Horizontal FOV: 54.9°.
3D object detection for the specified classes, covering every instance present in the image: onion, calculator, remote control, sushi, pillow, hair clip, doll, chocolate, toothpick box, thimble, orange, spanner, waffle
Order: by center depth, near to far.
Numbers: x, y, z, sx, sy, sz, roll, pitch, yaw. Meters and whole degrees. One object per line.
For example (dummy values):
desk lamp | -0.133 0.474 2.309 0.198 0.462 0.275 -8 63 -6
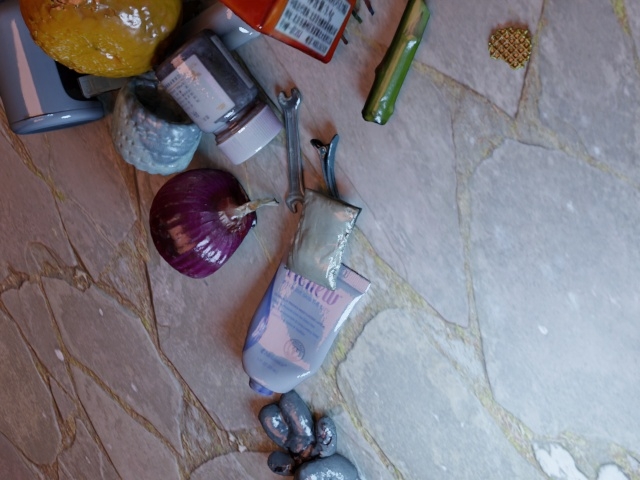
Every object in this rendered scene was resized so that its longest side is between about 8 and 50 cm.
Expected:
waffle | 0.368 -0.376 1.200 0.085 0.016 0.078 20 110 19
chocolate | -0.123 -0.527 1.202 0.341 0.360 0.161 42 108 12
orange | -0.466 -0.524 1.332 0.341 0.341 0.293 -9 70 29
hair clip | 0.035 -0.131 1.440 0.070 0.039 0.229 -6 109 28
remote control | -0.289 -0.456 1.452 0.313 0.055 0.109 -19 131 31
pillow | 0.000 0.000 1.457 0.148 0.050 0.229 28 115 23
spanner | -0.065 -0.209 1.470 0.071 0.017 0.301 5 109 30
sushi | -0.315 -0.521 1.472 0.060 0.061 0.118 11 141 -22
thimble | -0.397 -0.284 1.494 0.250 0.205 0.171 51 134 24
onion | -0.307 -0.043 1.526 0.256 0.230 0.272 41 127 10
calculator | -0.522 -0.406 1.563 0.018 0.172 0.057 13 122 68
toothpick box | -0.733 -0.464 1.585 0.263 0.263 0.354 -6 102 28
doll | -0.047 0.575 1.637 0.246 0.158 0.340 -34 87 19

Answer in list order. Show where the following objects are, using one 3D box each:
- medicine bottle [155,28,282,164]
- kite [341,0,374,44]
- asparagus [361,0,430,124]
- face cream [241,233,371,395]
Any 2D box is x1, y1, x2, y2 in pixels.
medicine bottle | -0.225 -0.319 1.389 0.165 0.165 0.273 -27 111 31
kite | 0.010 -0.563 1.319 0.152 0.015 0.285 -34 87 34
asparagus | 0.161 -0.374 1.281 0.067 0.060 0.277 42 122 31
face cream | -0.066 0.218 1.574 0.235 0.137 0.420 33 107 15
